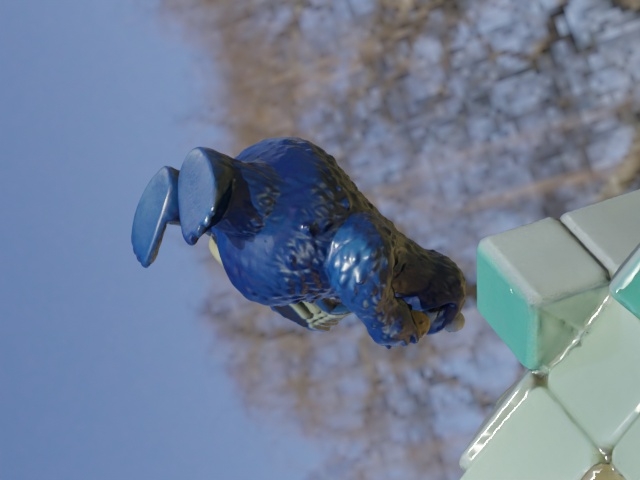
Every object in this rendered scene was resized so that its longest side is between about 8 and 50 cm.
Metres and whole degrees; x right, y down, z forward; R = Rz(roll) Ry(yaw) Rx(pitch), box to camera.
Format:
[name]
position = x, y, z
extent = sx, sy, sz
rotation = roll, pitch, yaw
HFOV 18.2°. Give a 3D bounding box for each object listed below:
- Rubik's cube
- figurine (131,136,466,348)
[Rubik's cube]
position = 0.191, 0.081, 0.932
extent = 0.213, 0.265, 0.224
rotation = 29, -158, -38
[figurine]
position = 0.000, -0.002, 1.401
extent = 0.262, 0.164, 0.121
rotation = 25, -102, -41
